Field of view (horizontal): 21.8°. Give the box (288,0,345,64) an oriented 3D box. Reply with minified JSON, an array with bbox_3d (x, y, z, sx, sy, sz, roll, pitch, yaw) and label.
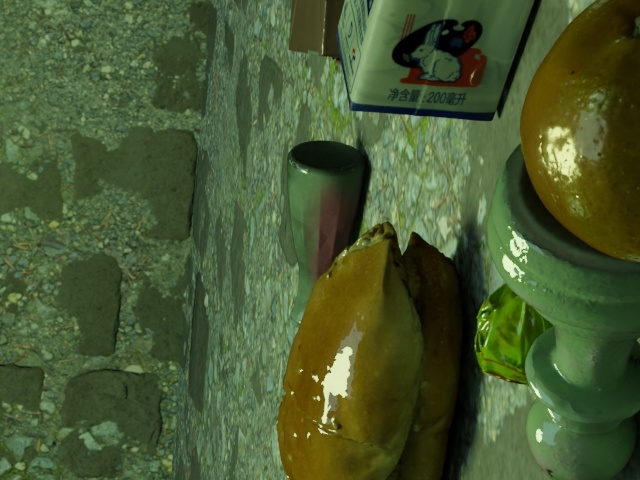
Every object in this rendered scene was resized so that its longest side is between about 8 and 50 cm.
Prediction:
[{"bbox_3d":[0.029,-0.292,1.771,0.215,0.086,0.215,-140,53,-76],"label":"box"}]

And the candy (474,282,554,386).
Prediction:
[{"bbox_3d":[0.171,-0.001,1.104,0.077,0.073,0.262,-60,-5,-48],"label":"candy"}]

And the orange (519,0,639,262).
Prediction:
[{"bbox_3d":[0.177,-0.065,0.845,0.124,0.156,0.156,60,-163,-46],"label":"orange"}]

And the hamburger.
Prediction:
[{"bbox_3d":[0.047,0.131,1.447,0.156,0.144,0.283,-110,28,-61],"label":"hamburger"}]

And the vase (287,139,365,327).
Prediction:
[{"bbox_3d":[0.000,0.000,1.869,0.086,0.086,0.214,-109,20,-60],"label":"vase"}]

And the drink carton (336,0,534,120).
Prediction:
[{"bbox_3d":[0.107,-0.239,1.281,0.315,0.130,0.107,107,161,-45],"label":"drink carton"}]

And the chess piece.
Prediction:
[{"bbox_3d":[0.166,0.067,1.004,0.139,0.139,0.272,-99,5,-46],"label":"chess piece"}]
